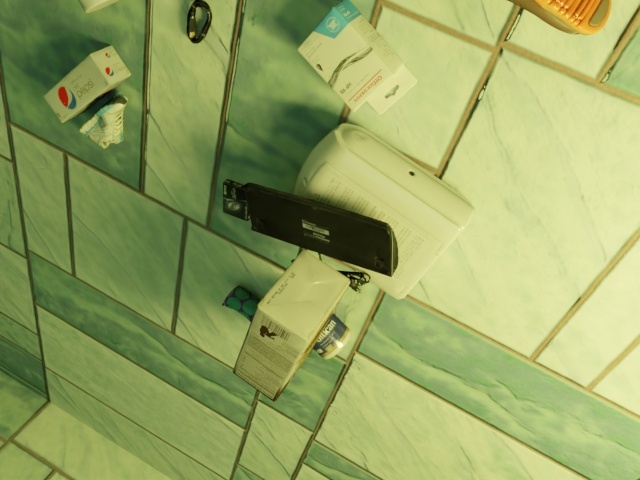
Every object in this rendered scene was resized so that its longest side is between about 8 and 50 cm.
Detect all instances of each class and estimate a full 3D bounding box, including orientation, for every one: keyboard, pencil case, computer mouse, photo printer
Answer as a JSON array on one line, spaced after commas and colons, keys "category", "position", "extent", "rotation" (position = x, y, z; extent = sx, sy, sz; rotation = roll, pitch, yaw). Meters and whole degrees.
[{"category": "keyboard", "position": [0.000, 0.000, 1.086], "extent": [0.316, 0.033, 0.202], "rotation": [19, 137, 24]}, {"category": "pencil case", "position": [-0.169, 0.180, 1.434], "extent": [0.151, 0.064, 0.070], "rotation": [37, 108, 2]}, {"category": "computer mouse", "position": [-0.231, -0.467, 1.011], "extent": [0.071, 0.041, 0.242], "rotation": [18, 131, 16]}, {"category": "photo printer", "position": [0.095, -0.057, 1.078], "extent": [0.307, 0.107, 0.256], "rotation": [34, 135, 4]}]

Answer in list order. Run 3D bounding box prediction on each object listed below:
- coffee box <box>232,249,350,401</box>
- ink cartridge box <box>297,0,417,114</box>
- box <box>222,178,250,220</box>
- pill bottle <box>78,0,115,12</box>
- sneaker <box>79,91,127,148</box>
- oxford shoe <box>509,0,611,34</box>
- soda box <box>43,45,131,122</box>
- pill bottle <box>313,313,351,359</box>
[{"category": "coffee box", "position": [-0.065, 0.181, 1.156], "extent": [0.118, 0.168, 0.297], "rotation": [33, 141, 7]}, {"category": "ink cartridge box", "position": [0.063, -0.294, 0.954], "extent": [0.180, 0.060, 0.104], "rotation": [46, 132, -7]}, {"category": "box", "position": [-0.186, -0.090, 1.277], "extent": [0.067, 0.018, 0.083], "rotation": [21, 131, 15]}, {"category": "pill bottle", "position": [-0.443, -0.537, 1.025], "extent": [0.124, 0.124, 0.222], "rotation": [-9, 117, 34]}, {"category": "sneaker", "position": [-0.469, -0.266, 1.287], "extent": [0.083, 0.071, 0.190], "rotation": [48, 141, -18]}, {"category": "oxford shoe", "position": [0.233, -0.398, 0.767], "extent": [0.363, 0.130, 0.132], "rotation": [38, 166, -9]}, {"category": "soda box", "position": [-0.515, -0.340, 1.250], "extent": [0.216, 0.069, 0.074], "rotation": [-18, 112, 37]}, {"category": "pill bottle", "position": [-0.017, 0.189, 1.332], "extent": [0.169, 0.094, 0.094], "rotation": [45, 133, -6]}]
